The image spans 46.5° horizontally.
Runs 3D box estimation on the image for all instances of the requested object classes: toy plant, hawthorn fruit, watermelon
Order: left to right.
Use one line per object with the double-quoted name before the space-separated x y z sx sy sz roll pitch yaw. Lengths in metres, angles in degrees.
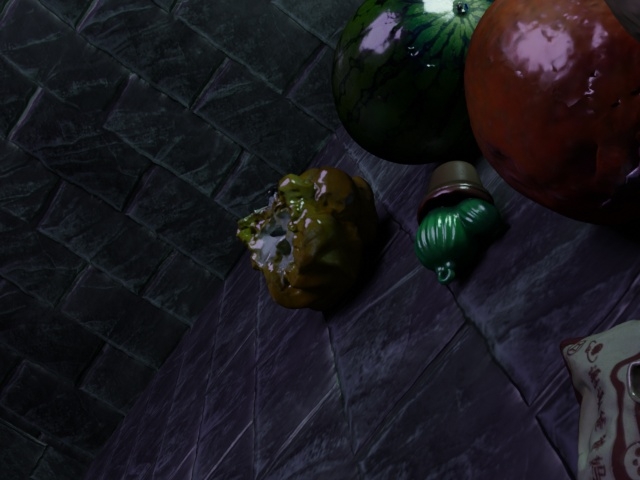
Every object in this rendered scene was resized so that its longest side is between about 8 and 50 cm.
"watermelon" 0.186 -0.310 1.372 0.363 0.363 0.363 -51 13 17
"toy plant" 0.204 -0.026 1.104 0.142 0.105 0.201 -28 45 36
"hawthorn fruit" 0.291 -0.131 0.724 0.276 0.276 0.307 -50 28 21

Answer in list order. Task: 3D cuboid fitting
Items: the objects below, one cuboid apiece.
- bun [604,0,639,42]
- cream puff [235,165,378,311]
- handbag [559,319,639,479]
"bun" 0.352 -0.189 0.508 0.361 0.360 0.213 -79 -5 -61
"cream puff" 0.001 0.001 1.561 0.274 0.270 0.323 -22 -9 -36
"handbag" 0.257 0.117 0.470 0.235 0.127 0.213 -29 28 38
